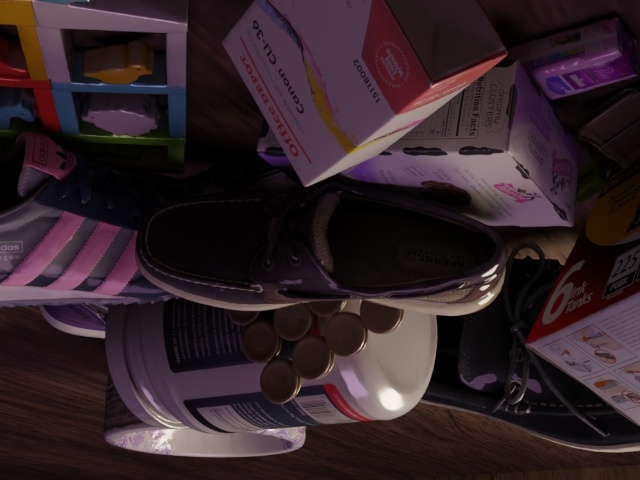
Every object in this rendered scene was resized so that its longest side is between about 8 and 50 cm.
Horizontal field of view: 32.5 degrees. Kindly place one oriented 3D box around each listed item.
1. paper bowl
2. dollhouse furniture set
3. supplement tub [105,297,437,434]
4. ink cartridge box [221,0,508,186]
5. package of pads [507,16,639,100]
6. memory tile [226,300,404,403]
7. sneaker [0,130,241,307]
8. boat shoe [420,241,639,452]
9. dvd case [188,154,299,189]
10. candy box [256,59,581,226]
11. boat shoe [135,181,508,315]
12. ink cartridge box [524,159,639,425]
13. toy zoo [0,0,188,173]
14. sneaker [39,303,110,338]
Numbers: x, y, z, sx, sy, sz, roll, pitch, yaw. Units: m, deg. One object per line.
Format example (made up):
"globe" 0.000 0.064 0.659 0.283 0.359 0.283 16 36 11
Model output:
"paper bowl" -0.162 0.218 1.562 0.284 0.148 0.284 -1 161 0
"dollhouse furniture set" 0.214 -0.084 0.908 0.076 0.058 0.151 27 129 -38
"supplement tub" -0.045 0.083 1.037 0.272 0.191 0.191 -10 158 29
"ink cartridge box" 0.011 -0.111 0.677 0.067 0.115 0.198 -27 175 -32
"package of pads" 0.179 -0.126 0.777 0.083 0.032 0.050 -13 159 31
"memory tile" -0.007 0.054 0.899 0.148 0.113 0.012 -36 158 22
"sneaker" -0.187 -0.025 0.874 0.319 0.112 0.131 -6 133 -17
"boat shoe" 0.213 0.104 1.144 0.500 0.187 0.156 2 159 40
"dvd case" 0.001 -0.028 1.053 0.179 0.030 0.238 -16 154 38
"candy box" 0.080 -0.068 0.834 0.196 0.070 0.165 2 163 29
"boat shoe" 0.000 0.000 0.820 0.285 0.103 0.092 7 161 3
"ink cartridge box" 0.330 -0.027 0.841 0.130 0.272 0.309 35 153 -5
"toy zoo" -0.191 -0.122 0.789 0.192 0.030 0.293 2 160 -6
"sneaker" -0.161 0.064 1.206 0.283 0.107 0.124 6 153 -18
